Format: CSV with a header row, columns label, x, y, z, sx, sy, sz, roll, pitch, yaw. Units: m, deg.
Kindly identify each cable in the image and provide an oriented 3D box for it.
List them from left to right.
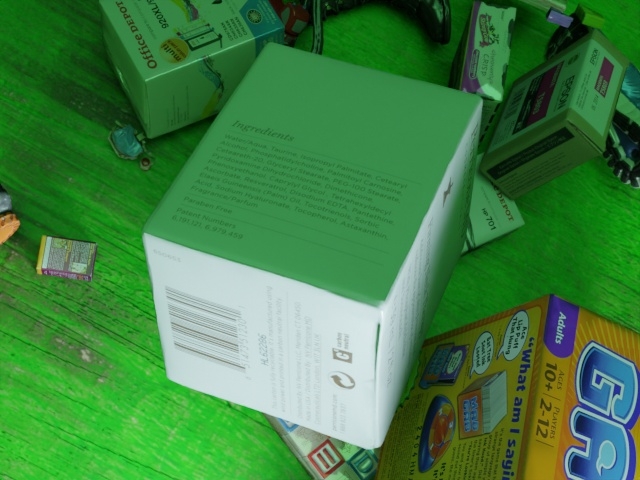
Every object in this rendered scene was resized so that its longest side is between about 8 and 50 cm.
label,x,y,z,sx,sy,sz,roll,pitch,yaw
cable,-0.010,-0.415,1.867,0.139,0.072,0.287,-6,90,7

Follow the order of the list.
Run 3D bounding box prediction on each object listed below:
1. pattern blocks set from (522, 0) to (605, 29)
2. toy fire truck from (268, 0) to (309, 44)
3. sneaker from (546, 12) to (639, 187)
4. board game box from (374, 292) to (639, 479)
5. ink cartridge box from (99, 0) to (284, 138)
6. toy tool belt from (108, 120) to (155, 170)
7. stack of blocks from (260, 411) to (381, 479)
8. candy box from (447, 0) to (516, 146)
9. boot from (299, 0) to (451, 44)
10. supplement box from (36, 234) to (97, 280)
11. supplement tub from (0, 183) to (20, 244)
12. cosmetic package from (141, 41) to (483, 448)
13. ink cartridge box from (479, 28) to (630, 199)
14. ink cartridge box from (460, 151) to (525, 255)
label,x,y,z,sx,sy,sz,roll,pitch,yaw
pattern blocks set,0.333,-0.415,1.880,0.285,0.325,0.026,20,113,-11
toy fire truck,-0.059,-0.421,1.813,0.047,0.135,0.192,-1,56,-54
sneaker,0.508,-0.244,1.963,0.147,0.130,0.330,-17,73,-38
board game box,0.316,0.334,1.585,0.356,0.356,0.356,24,64,-21
ink cartridge box,-0.198,-0.300,1.775,0.232,0.168,0.171,-24,69,-16
toy tool belt,-0.293,-0.148,1.796,0.052,0.051,0.083,-40,88,-17
stack of blocks,-0.004,0.226,1.749,0.171,0.087,0.297,-37,87,-17
candy box,0.247,-0.256,1.836,0.071,0.233,0.159,11,75,0
boot,0.076,-0.409,1.928,0.229,0.091,0.263,-24,79,-10
supplement box,-0.383,0.027,1.741,0.083,0.043,0.055,10,75,-9
supplement tub,-0.536,-0.072,1.695,0.117,0.117,0.190,-39,88,-17
cosmetic package,0.000,0.000,1.578,0.327,0.329,0.394,16,52,15
ink cartridge box,0.373,-0.200,1.832,0.088,0.193,0.235,40,48,-16
ink cartridge box,0.210,-0.044,1.862,0.190,0.082,0.140,-24,82,-15
